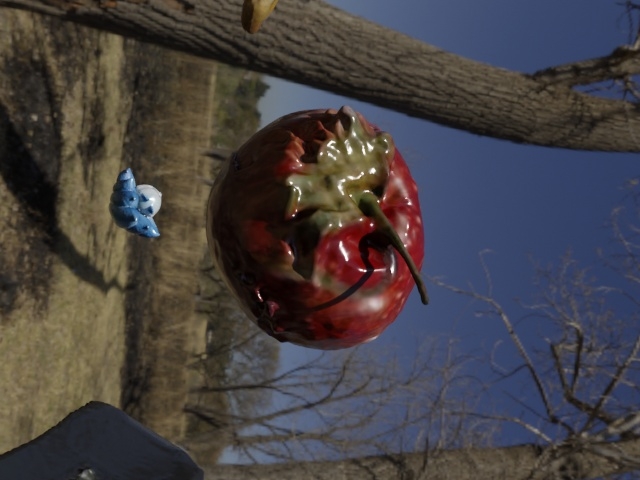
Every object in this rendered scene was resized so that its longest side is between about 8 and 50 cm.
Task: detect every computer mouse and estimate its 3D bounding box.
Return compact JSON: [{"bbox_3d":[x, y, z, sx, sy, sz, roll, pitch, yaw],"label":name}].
[{"bbox_3d":[-0.163,0.179,0.421,0.073,0.122,0.217,-61,167,12],"label":"computer mouse"}]

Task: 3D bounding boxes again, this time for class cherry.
[{"bbox_3d":[0.000,0.000,0.550,0.249,0.175,0.192,82,-17,-76],"label":"cherry"}]

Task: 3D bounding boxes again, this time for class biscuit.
[{"bbox_3d":[-0.052,-0.438,1.037,0.164,0.047,0.207,-44,-166,53],"label":"biscuit"}]

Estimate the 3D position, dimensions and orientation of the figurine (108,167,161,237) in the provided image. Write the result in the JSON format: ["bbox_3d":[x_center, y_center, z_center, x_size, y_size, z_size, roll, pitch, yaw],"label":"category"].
[{"bbox_3d":[-0.268,-0.049,0.952,0.114,0.079,0.114,163,-90,-76],"label":"figurine"}]
